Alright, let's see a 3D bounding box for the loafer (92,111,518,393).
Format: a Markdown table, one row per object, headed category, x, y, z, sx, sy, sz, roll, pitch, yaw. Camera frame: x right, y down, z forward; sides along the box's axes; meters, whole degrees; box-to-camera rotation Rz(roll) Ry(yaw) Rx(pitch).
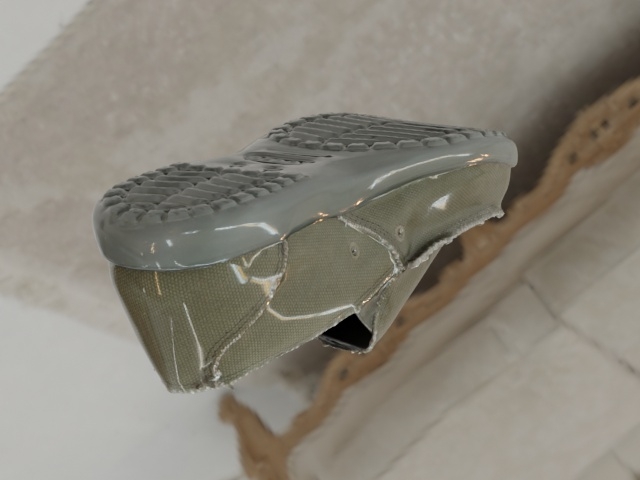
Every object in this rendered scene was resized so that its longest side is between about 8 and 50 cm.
| category | x | y | z | sx | sy | sz | roll | pitch | yaw |
| --- | --- | --- | --- | --- | --- | --- | --- | --- | --- |
| loafer | 0.000 | 0.000 | 0.639 | 0.251 | 0.094 | 0.087 | -19 | 113 | -49 |
